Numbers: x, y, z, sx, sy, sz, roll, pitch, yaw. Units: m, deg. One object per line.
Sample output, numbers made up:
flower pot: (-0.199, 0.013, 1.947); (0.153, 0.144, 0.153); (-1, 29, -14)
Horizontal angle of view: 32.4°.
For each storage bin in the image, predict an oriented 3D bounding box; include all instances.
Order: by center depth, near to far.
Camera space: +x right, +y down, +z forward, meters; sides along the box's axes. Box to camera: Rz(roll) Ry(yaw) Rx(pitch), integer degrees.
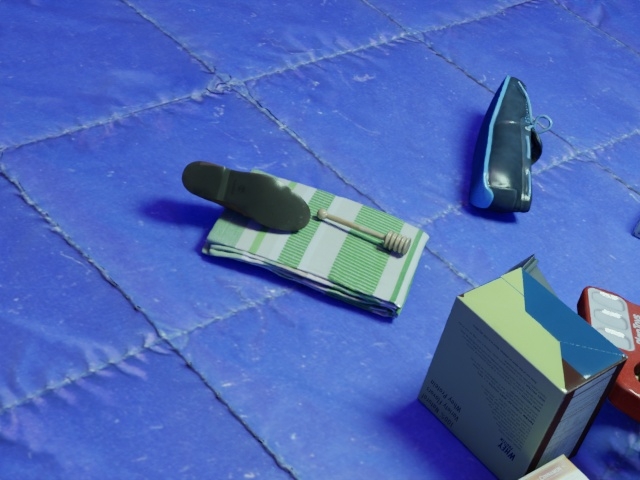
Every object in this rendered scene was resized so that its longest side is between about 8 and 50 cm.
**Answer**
storage bin: (0.306, 0.101, 1.717); (0.091, 0.098, 0.135); (52, 44, 2)

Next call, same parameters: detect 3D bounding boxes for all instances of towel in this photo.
towel: (0.000, 0.000, 1.776); (0.325, 0.038, 0.248); (18, 37, 7)

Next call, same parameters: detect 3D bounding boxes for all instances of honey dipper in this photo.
honey dipper: (0.068, -0.018, 1.768); (0.160, 0.030, 0.030); (22, 38, 17)

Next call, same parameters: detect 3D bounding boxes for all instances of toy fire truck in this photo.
toy fire truck: (0.484, 0.187, 1.557); (0.254, 0.169, 0.302); (18, 30, 2)

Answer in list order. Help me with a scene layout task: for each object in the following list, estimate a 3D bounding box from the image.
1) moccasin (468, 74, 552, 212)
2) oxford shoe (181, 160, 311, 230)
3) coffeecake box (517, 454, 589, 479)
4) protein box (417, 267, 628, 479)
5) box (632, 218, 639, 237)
moccasin: (0.351, -0.165, 2.045); (0.117, 0.138, 0.342); (19, 52, -2)
oxford shoe: (-0.116, -0.073, 1.754); (0.212, 0.076, 0.076); (22, -5, -4)
coffeecake box: (0.314, 0.377, 1.382); (0.142, 0.068, 0.185); (-18, 49, -35)
protein box: (0.267, 0.187, 1.494); (0.136, 0.201, 0.200); (-20, 49, -37)
box: (0.657, -0.037, 2.008); (0.126, 0.072, 0.137); (30, 41, 19)
